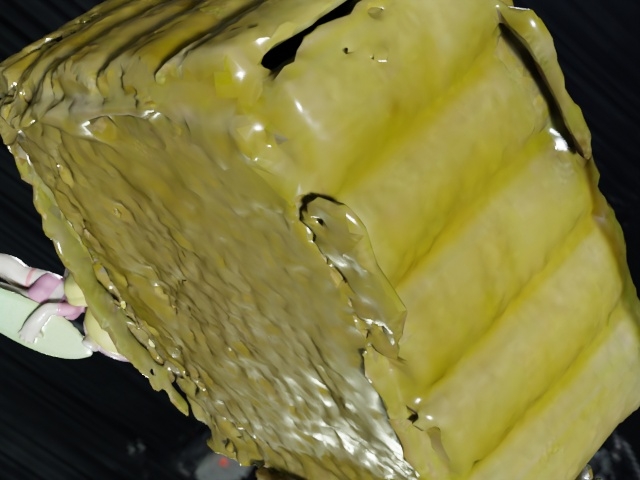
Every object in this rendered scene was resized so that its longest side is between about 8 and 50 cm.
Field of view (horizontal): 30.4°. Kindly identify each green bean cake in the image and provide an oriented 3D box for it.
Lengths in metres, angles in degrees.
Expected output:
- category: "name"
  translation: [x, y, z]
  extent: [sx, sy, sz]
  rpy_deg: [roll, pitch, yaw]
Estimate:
- category: "green bean cake"
  translation: [0.000, 0.000, 0.465]
  extent: [0.131, 0.230, 0.224]
  rpy_deg: [-43, -150, -28]

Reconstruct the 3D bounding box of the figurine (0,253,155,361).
- category: "figurine"
  translation: [-0.188, 0.042, 0.869]
  extent: [0.083, 0.187, 0.083]
  rpy_deg: [16, 90, -73]
